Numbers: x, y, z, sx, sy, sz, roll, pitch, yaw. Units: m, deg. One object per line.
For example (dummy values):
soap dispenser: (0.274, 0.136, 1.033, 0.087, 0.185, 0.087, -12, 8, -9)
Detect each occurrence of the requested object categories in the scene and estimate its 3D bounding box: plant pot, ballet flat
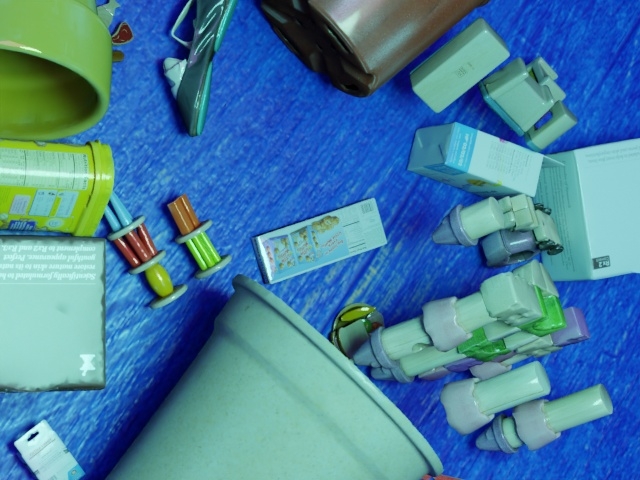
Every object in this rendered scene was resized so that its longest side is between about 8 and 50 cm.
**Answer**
plant pot: (0.077, -0.337, 1.885, 0.265, 0.272, 0.272, -45, 107, -12)
plant pot: (-0.352, -0.264, 1.676, 0.254, 0.254, 0.239, 12, 67, -26)
plant pot: (-0.081, 0.262, 1.757, 0.305, 0.334, 0.334, -46, 108, -10)
ballet flat: (-0.154, -0.230, 1.863, 0.074, 0.074, 0.203, 16, 87, -25)

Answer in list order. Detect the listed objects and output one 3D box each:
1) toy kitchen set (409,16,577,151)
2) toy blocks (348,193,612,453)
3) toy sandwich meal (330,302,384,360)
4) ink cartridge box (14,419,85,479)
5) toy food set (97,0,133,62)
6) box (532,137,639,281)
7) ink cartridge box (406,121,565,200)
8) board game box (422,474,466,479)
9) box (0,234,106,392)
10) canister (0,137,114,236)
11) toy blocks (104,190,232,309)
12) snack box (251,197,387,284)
toy kitchen set: (0.220, -0.210, 1.994, 0.122, 0.166, 0.207, -38, 120, 19)
toy blocks: (0.178, 0.118, 1.942, 0.288, 0.260, 0.309, 22, 49, -57)
toy sandwich meal: (0.051, 0.120, 1.966, 0.085, 0.029, 0.086, 1, 87, -27)
ink cartridge box: (-0.321, 0.254, 1.775, 0.048, 0.028, 0.083, -38, 105, -23)
toy food set: (-0.271, -0.229, 1.827, 0.078, 0.019, 0.122, 51, 60, -16)
box: (0.400, -0.044, 2.098, 0.181, 0.119, 0.182, -10, 92, -27)
ink cartridge box: (0.221, -0.098, 2.018, 0.181, 0.104, 0.062, 18, 81, -24)
board game box: (0.127, 0.433, 1.992, 0.124, 0.039, 0.259, 17, 78, -26)
box: (-0.345, 0.081, 1.674, 0.168, 0.203, 0.167, 2, 87, -27)
canister: (-0.334, -0.062, 1.731, 0.170, 0.126, 0.073, 3, 52, -25)
toy blocks: (-0.192, -0.010, 1.837, 0.123, 0.054, 0.148, -35, 103, -23)
snack box: (0.000, 0.000, 1.950, 0.178, 0.022, 0.064, -19, 97, -26)
